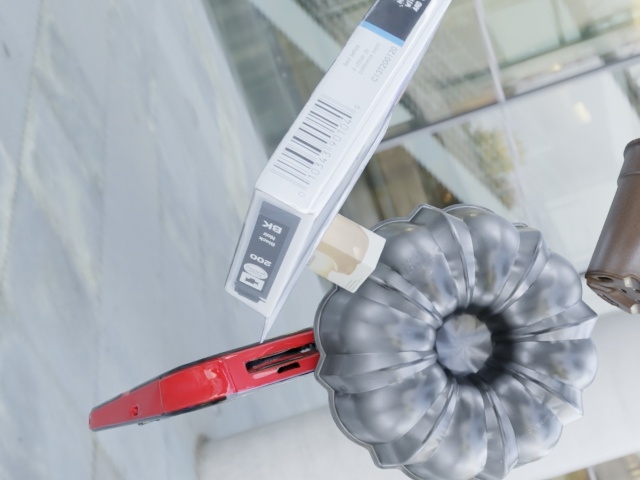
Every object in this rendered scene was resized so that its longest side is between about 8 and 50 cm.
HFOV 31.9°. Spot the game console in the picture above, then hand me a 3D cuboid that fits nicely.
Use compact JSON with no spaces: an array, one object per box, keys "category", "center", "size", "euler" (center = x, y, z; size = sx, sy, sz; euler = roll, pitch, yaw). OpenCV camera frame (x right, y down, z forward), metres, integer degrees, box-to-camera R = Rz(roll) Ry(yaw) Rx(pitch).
[{"category":"game console","center":[-0.075,0.170,1.446],"size":[0.342,0.386,0.060],"euler":[-31,-105,56]}]

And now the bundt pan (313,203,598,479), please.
[{"category":"bundt pan","center":[0.161,0.116,1.234],"size":[0.124,0.331,0.331],"euler":[164,-92,-80]}]

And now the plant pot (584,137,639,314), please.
[{"category":"plant pot","center":[0.384,-0.003,1.251],"size":[0.165,0.167,0.167],"euler":[-61,162,-11]}]

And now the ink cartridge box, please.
[{"category":"ink cartridge box","center":[0.007,-0.056,0.729],"size":[0.206,0.045,0.208],"euler":[-59,177,-27]}]

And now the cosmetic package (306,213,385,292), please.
[{"category":"cosmetic package","center":[0.000,0.000,1.121],"size":[0.060,0.115,0.041],"euler":[-55,-170,55]}]
